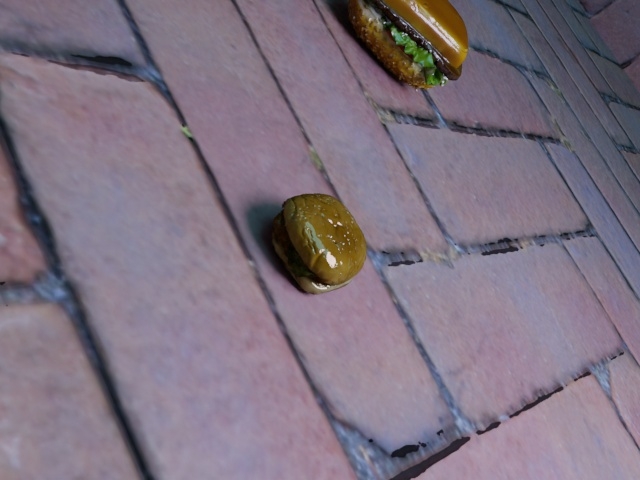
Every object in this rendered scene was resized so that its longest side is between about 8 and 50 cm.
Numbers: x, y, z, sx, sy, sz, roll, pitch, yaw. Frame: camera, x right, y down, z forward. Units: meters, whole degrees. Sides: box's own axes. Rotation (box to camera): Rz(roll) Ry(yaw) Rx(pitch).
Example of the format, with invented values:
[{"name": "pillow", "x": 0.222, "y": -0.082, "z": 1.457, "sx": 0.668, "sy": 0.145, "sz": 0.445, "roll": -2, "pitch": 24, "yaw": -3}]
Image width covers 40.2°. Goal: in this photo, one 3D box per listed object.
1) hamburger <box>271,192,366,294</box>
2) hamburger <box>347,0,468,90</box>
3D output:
[{"name": "hamburger", "x": 0.000, "y": 0.000, "z": 0.646, "sx": 0.076, "sy": 0.044, "sz": 0.083, "roll": 54, "pitch": 32, "yaw": 3}, {"name": "hamburger", "x": 0.094, "y": -0.246, "z": 1.003, "sx": 0.166, "sy": 0.087, "sz": 0.137, "roll": 40, "pitch": 32, "yaw": -20}]
